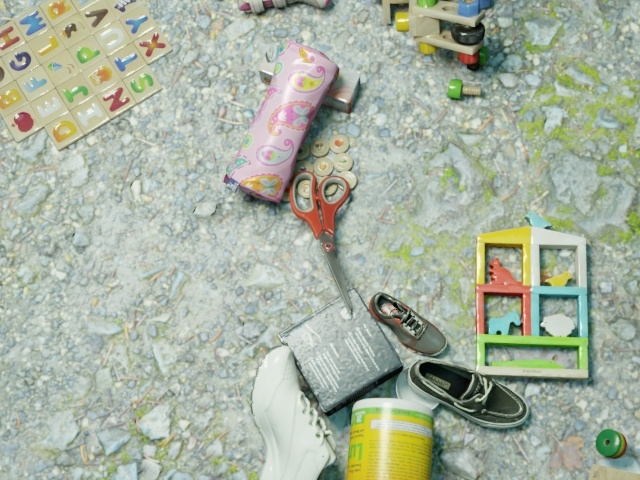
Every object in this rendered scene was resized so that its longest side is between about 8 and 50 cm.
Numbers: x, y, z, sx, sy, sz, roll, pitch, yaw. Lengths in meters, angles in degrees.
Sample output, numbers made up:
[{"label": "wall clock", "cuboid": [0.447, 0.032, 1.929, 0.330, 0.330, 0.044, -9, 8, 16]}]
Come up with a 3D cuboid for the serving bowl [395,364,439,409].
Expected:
[{"label": "serving bowl", "cuboid": [0.166, 0.254, 1.852, 0.083, 0.027, 0.083, 3, 73, -9]}]

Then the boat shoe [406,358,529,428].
[{"label": "boat shoe", "cuboid": [0.252, 0.256, 1.814, 0.219, 0.070, 0.078, 19, 70, -5]}]

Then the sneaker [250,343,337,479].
[{"label": "sneaker", "cuboid": [-0.036, 0.315, 1.778, 0.129, 0.111, 0.297, -6, 94, 21]}]

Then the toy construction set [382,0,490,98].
[{"label": "toy construction set", "cuboid": [0.184, -0.444, 1.919, 0.237, 0.309, 0.258, 7, 67, 10]}]

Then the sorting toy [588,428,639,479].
[{"label": "sorting toy", "cuboid": [0.487, 0.449, 1.745, 0.132, 0.046, 0.275, 1, 72, 50]}]

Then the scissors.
[{"label": "scissors", "cuboid": [0.000, 0.000, 1.883, 0.109, 0.021, 0.297, 0, 58, -2]}]

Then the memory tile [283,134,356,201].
[{"label": "memory tile", "cuboid": [-0.013, -0.132, 1.979, 0.148, 0.012, 0.113, -10, 75, 0]}]

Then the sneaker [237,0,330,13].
[{"label": "sneaker", "cuboid": [-0.103, -0.472, 2.039, 0.252, 0.103, 0.111, 19, 81, 15]}]

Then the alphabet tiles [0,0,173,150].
[{"label": "alphabet tiles", "cuboid": [-0.468, -0.340, 2.061, 0.342, 0.011, 0.285, -32, 76, -6]}]

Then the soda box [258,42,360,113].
[{"label": "soda box", "cuboid": [-0.019, -0.298, 2.001, 0.183, 0.058, 0.063, 21, 77, 8]}]

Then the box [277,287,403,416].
[{"label": "box", "cuboid": [0.036, 0.192, 1.846, 0.158, 0.093, 0.156, -31, 75, -4]}]

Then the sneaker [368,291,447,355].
[{"label": "sneaker", "cuboid": [0.148, 0.143, 1.867, 0.158, 0.065, 0.061, 33, 79, 11]}]

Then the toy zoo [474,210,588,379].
[{"label": "toy zoo", "cuboid": [0.366, 0.092, 1.887, 0.192, 0.030, 0.293, 1, 74, 3]}]

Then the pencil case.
[{"label": "pencil case", "cuboid": [-0.071, -0.208, 1.915, 0.124, 0.124, 0.284, 26, 96, 10]}]

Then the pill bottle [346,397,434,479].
[{"label": "pill bottle", "cuboid": [0.109, 0.389, 1.753, 0.136, 0.136, 0.246, 4, 68, 4]}]
